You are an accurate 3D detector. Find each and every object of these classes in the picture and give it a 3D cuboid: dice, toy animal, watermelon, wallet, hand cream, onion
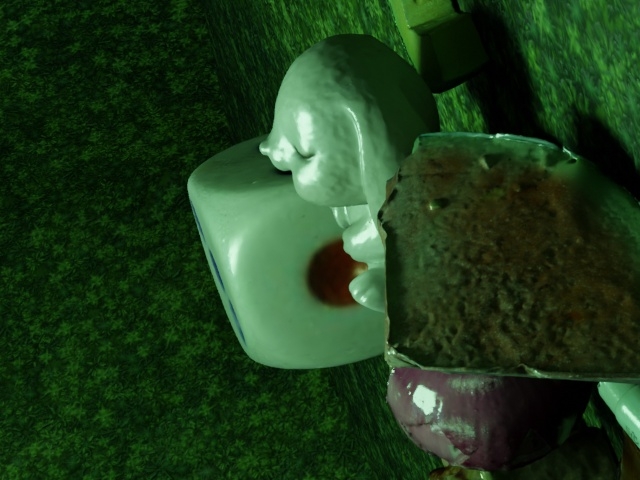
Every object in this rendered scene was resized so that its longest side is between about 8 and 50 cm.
[{"bbox_3d":[0.000,0.000,2.174,0.304,0.304,0.277,-129,21,-70],"label":"dice"},{"bbox_3d":[0.058,-0.097,1.608,0.265,0.206,0.272,57,-168,-37],"label":"toy animal"},{"bbox_3d":[0.179,0.012,1.359,0.319,0.292,0.222,8,-98,-75],"label":"watermelon"},{"bbox_3d":[0.335,0.263,1.507,0.176,0.026,0.095,-120,20,-52],"label":"wallet"},{"bbox_3d":[0.317,0.189,1.384,0.078,0.049,0.205,82,163,-44],"label":"hand cream"},{"bbox_3d":[0.187,0.145,1.611,0.207,0.200,0.201,-13,-98,-55],"label":"onion"}]

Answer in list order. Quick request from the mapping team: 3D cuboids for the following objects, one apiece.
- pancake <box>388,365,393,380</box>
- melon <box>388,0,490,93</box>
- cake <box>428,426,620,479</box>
[{"bbox_3d":[0.170,0.165,1.847,0.021,0.199,0.199,-28,80,63],"label":"pancake"},{"bbox_3d":[0.117,-0.247,1.676,0.118,0.064,0.210,96,156,-74],"label":"melon"},{"bbox_3d":[0.238,0.307,1.714,0.199,0.196,0.293,115,140,-76],"label":"cake"}]
